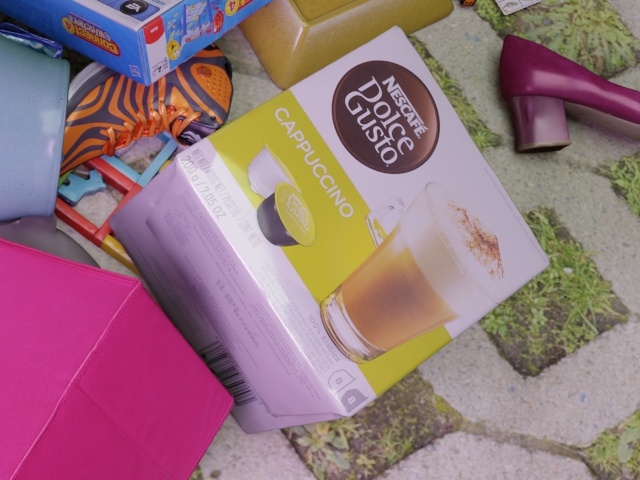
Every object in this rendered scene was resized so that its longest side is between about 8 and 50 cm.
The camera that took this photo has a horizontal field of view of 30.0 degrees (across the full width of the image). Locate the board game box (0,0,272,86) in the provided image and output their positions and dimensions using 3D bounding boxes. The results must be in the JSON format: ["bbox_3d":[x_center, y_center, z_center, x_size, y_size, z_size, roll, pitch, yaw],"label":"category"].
[{"bbox_3d":[-0.230,-0.359,1.560,0.308,0.086,0.302,29,53,29],"label":"board game box"}]

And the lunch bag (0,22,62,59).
[{"bbox_3d":[-0.410,-0.213,1.535,0.151,0.129,0.096,-8,76,-19],"label":"lunch bag"}]

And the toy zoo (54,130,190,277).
[{"bbox_3d":[-0.246,-0.072,1.593,0.293,0.030,0.192,37,66,-3],"label":"toy zoo"}]

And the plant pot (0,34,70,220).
[{"bbox_3d":[-0.414,-0.130,1.333,0.255,0.271,0.271,5,71,-14],"label":"plant pot"}]

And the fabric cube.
[{"bbox_3d":[-0.298,0.180,1.318,0.254,0.258,0.259,15,62,32],"label":"fabric cube"}]

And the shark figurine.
[{"bbox_3d":[-0.378,0.001,1.448,0.278,0.116,0.166,-2,64,-43],"label":"shark figurine"}]

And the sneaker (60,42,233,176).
[{"bbox_3d":[-0.226,-0.156,1.540,0.180,0.124,0.321,40,65,0],"label":"sneaker"}]

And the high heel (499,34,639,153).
[{"bbox_3d":[0.458,-0.239,1.806,0.377,0.127,0.181,-6,85,-15],"label":"high heel"}]

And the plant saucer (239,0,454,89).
[{"bbox_3d":[0.003,-0.432,1.760,0.333,0.081,0.332,-28,82,-23],"label":"plant saucer"}]

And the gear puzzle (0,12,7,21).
[{"bbox_3d":[-0.476,-0.344,1.556,0.339,0.044,0.175,-48,123,-25],"label":"gear puzzle"}]

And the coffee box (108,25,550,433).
[{"bbox_3d":[0.000,0.000,1.458,0.334,0.338,0.337,-33,92,-25],"label":"coffee box"}]

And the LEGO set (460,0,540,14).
[{"bbox_3d":[0.300,-0.455,1.873,0.244,0.060,0.182,-25,78,-22],"label":"LEGO set"}]
